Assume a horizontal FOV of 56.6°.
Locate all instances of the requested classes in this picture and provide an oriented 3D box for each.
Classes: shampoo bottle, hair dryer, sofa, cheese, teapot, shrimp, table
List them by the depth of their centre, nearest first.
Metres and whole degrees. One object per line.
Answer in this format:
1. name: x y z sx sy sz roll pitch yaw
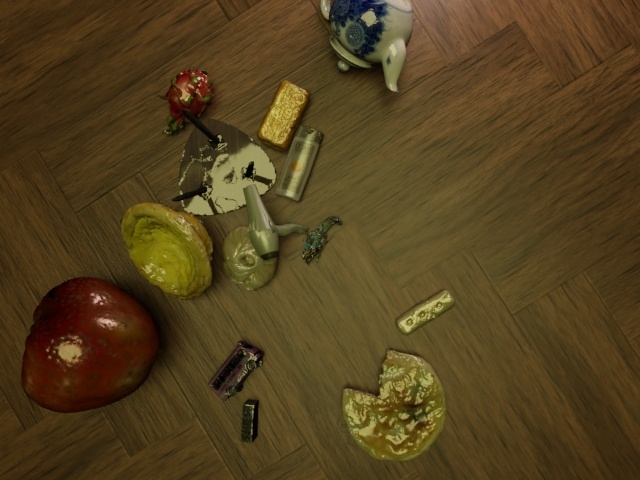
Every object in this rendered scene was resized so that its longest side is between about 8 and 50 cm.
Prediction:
1. hair dryer: -0.147 -0.075 1.759 0.088 0.225 0.219 -22 102 41
2. table: -0.298 -0.226 1.759 0.317 0.249 0.318 0 88 4
3. teapot: 0.130 -0.618 1.766 0.424 0.252 0.280 55 130 22
4. cheese: 0.319 0.219 1.813 0.194 0.043 0.065 -33 82 4
5. sofa: -0.216 0.553 1.825 0.039 0.060 0.118 3 89 10
6. shrimp: -0.002 -0.002 1.838 0.174 0.076 0.082 -52 127 -3
7. shampoo bottle: -0.065 -0.239 1.841 0.086 0.056 0.228 21 90 8

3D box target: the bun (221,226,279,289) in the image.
1. bun: -0.220 0.056 1.808 0.178 0.128 0.193 12 91 3

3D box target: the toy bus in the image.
1. toy bus: -0.258 0.397 1.820 0.098 0.087 0.178 39 93 10

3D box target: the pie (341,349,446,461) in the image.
1. pie: 0.233 0.507 1.792 0.337 0.075 0.338 0 88 3

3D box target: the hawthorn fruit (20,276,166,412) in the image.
1. hawthorn fruit: -0.644 0.301 1.722 0.402 0.403 0.403 0 88 3

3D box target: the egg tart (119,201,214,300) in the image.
1. egg tart: -0.443 0.019 1.783 0.345 0.132 0.346 16 129 21

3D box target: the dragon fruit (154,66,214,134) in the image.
1. dragon fruit: -0.427 -0.430 1.839 0.236 0.135 0.137 -40 92 19

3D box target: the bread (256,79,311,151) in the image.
1. bread: -0.113 -0.386 1.835 0.113 0.083 0.211 26 90 1
